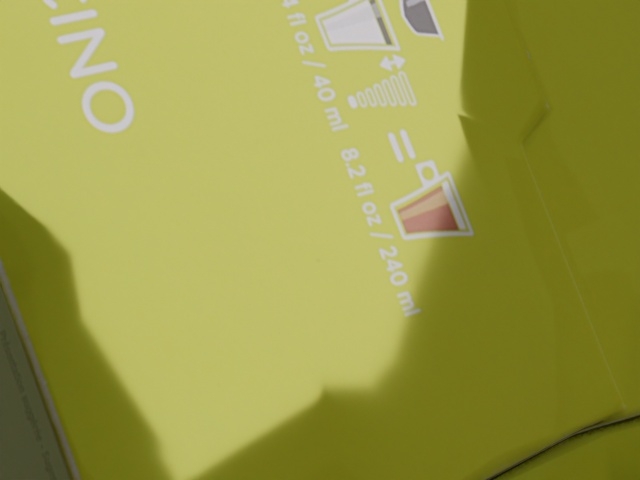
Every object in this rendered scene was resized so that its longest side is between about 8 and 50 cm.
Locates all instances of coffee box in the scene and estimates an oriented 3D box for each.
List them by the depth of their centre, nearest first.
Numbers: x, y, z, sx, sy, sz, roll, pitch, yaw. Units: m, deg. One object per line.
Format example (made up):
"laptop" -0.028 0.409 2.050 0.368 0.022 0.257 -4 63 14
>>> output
"coffee box" -0.057 -0.023 0.727 0.338 0.334 0.337 -16 82 -35
